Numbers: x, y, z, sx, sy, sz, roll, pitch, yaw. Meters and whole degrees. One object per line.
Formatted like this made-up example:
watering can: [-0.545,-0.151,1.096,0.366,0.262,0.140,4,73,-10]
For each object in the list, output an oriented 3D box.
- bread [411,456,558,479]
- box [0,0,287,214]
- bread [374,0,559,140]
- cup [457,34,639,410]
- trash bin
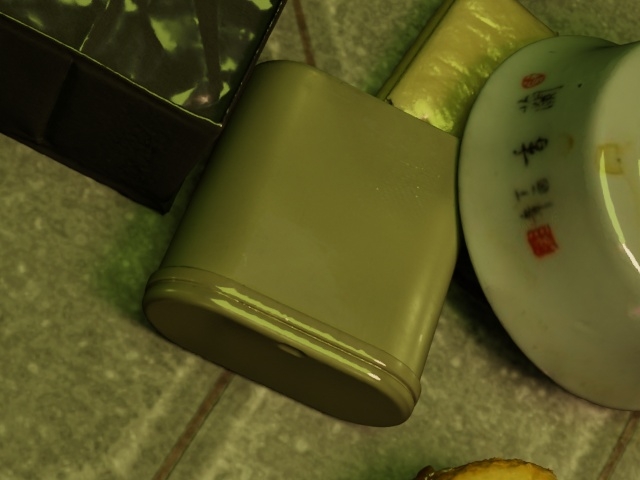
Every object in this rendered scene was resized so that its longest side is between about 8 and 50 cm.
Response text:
bread: [0.088,0.285,1.396,0.147,0.160,0.260,22,70,-5]
box: [-0.146,-0.242,1.462,0.251,0.204,0.345,27,67,-8]
bread: [0.140,-0.144,1.601,0.139,0.060,0.178,35,66,-4]
cup: [0.302,-0.035,1.513,0.347,0.163,0.347,11,71,-33]
trash bin: [0.000,0.000,1.483,0.243,0.121,0.247,24,64,-9]
